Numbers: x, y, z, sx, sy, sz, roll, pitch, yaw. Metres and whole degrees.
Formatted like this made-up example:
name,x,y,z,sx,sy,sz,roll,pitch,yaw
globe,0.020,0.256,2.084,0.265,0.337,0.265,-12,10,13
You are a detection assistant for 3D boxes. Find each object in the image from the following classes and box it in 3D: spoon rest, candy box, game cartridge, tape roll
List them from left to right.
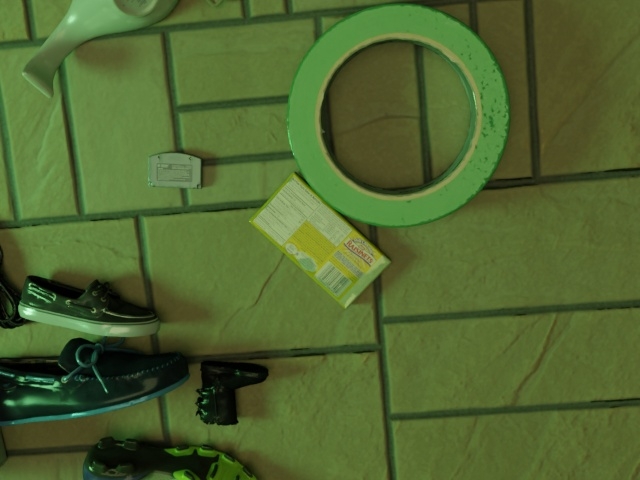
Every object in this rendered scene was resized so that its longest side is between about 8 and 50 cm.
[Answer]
name,x,y,z,sx,sy,sz,roll,pitch,yaw
spoon rest,-0.324,-0.332,1.215,0.276,0.084,0.137,-41,127,6
game cartridge,-0.225,-0.109,1.283,0.083,0.017,0.056,4,103,3
candy box,0.000,0.000,1.281,0.206,0.027,0.105,43,97,-4
tape roll,0.113,-0.181,1.218,0.321,0.077,0.321,1,100,4

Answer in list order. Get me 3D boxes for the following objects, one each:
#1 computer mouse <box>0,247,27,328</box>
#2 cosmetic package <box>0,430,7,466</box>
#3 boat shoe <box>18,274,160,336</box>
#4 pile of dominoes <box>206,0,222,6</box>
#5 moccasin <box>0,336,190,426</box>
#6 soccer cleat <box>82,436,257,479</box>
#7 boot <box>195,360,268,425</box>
name,x,y,z,sx,sy,sz,roll,pitch,yaw
computer mouse,-0.625,0.101,1.318,0.272,0.072,0.188,-23,98,7
cosmetic package,-0.616,0.304,1.311,0.151,0.151,0.183,-8,99,6
boat shoe,-0.362,0.097,1.301,0.229,0.080,0.076,10,102,10
pile of dominoes,-0.101,-0.462,1.192,0.251,0.040,0.196,-19,120,5
moccasin,-0.379,0.209,1.289,0.342,0.138,0.116,-11,94,5
soccer cleat,-0.241,0.393,1.349,0.289,0.093,0.121,11,131,-3
boot,-0.143,0.247,1.324,0.121,0.045,0.099,3,98,10
